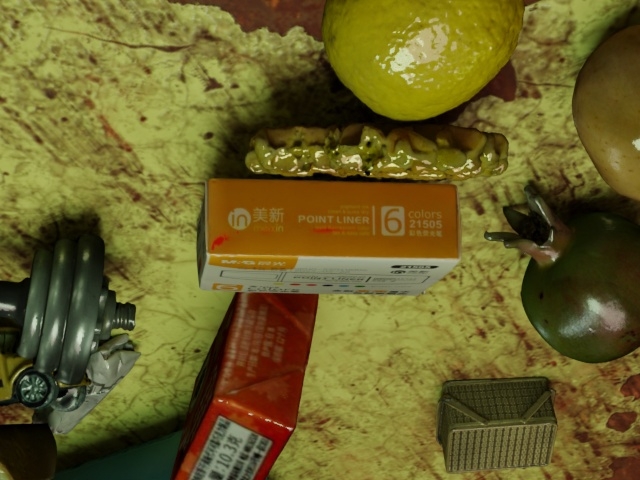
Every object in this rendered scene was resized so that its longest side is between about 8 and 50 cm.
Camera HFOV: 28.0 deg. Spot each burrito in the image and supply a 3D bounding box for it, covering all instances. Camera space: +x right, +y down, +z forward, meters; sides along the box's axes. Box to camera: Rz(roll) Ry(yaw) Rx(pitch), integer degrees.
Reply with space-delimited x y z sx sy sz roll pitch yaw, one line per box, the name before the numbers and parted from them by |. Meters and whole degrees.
burrito | -0.309 0.195 1.665 0.064 0.064 0.203 28 127 -30

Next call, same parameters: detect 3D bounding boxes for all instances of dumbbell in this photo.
dumbbell | -0.407 0.057 1.425 0.406 0.179 0.179 10 135 -14

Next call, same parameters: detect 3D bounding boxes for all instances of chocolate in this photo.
chocolate | -0.095 0.195 1.566 0.108 0.235 0.237 20 132 -10

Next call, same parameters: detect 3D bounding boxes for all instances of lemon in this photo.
lemon | 0.097 -0.206 1.198 0.193 0.180 0.180 -22 135 4

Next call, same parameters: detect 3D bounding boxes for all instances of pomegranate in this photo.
pomegranate | 0.297 0.035 1.481 0.224 0.181 0.181 37 124 -18
pomegranate | 0.351 -0.131 1.293 0.191 0.191 0.191 -3 137 -3

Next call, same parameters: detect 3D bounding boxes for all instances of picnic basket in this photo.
picnic basket | 0.242 0.254 1.763 0.164 0.079 0.115 -4 136 -1

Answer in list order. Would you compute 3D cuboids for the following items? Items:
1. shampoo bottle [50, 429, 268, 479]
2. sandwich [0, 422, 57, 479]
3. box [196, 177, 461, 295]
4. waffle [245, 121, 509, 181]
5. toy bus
shampoo bottle | -0.244 0.449 1.745 0.342 0.331 0.331 -21 134 14
sandwich | -0.394 0.270 1.556 0.094 0.096 0.258 -20 170 8
box | 0.000 0.000 1.405 0.274 0.091 0.221 2 167 -5
waffle | 0.060 -0.088 1.292 0.249 0.056 0.253 0 -178 -26
toy bus | -0.458 0.179 1.577 0.335 0.123 0.121 -14 171 8
